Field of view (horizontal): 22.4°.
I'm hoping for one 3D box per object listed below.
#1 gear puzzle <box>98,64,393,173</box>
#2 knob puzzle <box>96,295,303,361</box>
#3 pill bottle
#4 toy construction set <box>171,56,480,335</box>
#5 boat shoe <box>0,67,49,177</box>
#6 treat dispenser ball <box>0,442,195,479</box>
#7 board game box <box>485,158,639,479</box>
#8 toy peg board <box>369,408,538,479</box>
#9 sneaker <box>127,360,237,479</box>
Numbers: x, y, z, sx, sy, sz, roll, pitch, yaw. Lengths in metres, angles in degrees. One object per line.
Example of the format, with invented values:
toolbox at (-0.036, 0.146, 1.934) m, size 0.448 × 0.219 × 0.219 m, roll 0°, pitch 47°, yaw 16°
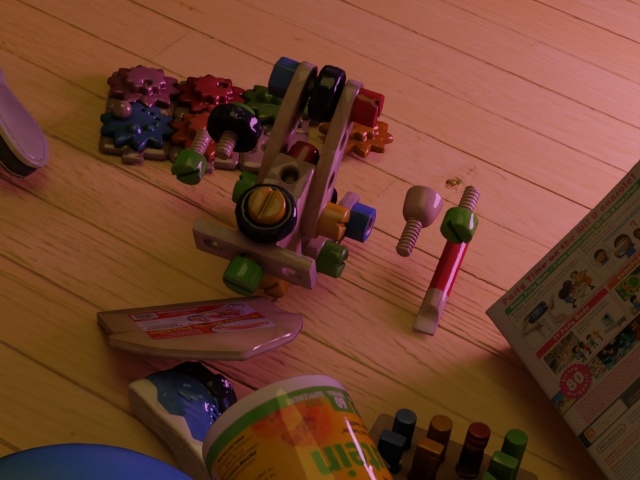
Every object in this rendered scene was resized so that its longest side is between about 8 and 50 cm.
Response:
gear puzzle at (-0.081, -0.139, 1.865) m, size 0.339 × 0.044 × 0.175 m, roll 7°, pitch 38°, yaw -5°
knob puzzle at (-0.106, 0.094, 1.535) m, size 0.213 × 0.030 × 0.213 m, roll -1°, pitch 11°, yaw 0°
pill bottle at (0.010, 0.244, 1.322) m, size 0.136 × 0.136 × 0.245 m, roll -12°, pitch 57°, yaw -27°
toy construction set at (0.000, 0.000, 1.622) m, size 0.309 × 0.257 × 0.237 m, roll 31°, pitch 56°, yaw -11°
boat shoe at (-0.369, -0.138, 1.780) m, size 0.081 × 0.069 × 0.227 m, roll 30°, pitch 20°, yaw -51°
treat dispenser ball at (-0.172, 0.285, 1.120) m, size 0.288 × 0.288 × 0.288 m, roll 7°, pitch 38°, yaw -5°
board game box at (0.322, 0.103, 1.513) m, size 0.097 × 0.224 × 0.303 m, roll 30°, pitch 20°, yaw -44°
toy peg board at (0.103, 0.214, 1.443) m, size 0.161 × 0.079 × 0.161 m, roll 21°, pitch 39°, yaw 13°
sneaker at (-0.103, 0.164, 1.471) m, size 0.085 × 0.058 × 0.152 m, roll -25°, pitch 44°, yaw -26°
